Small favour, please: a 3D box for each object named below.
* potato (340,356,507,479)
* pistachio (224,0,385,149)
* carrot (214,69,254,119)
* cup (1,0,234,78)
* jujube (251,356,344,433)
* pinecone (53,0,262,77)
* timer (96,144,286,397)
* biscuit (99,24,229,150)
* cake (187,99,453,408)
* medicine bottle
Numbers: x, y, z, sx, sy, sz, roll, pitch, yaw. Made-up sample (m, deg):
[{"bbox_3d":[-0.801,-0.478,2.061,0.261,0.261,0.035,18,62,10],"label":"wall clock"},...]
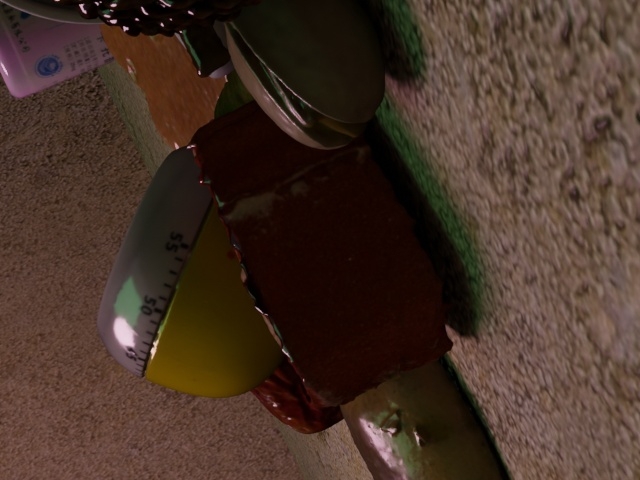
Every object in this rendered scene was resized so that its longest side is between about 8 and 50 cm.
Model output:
[{"bbox_3d":[0.084,0.172,1.061,0.243,0.098,0.138,50,160,49],"label":"potato"},{"bbox_3d":[-0.011,-0.133,0.806,0.113,0.113,0.149,86,158,-61],"label":"pistachio"},{"bbox_3d":[-0.052,-0.158,1.062,0.074,0.074,0.358,64,166,6],"label":"carrot"},{"bbox_3d":[-0.181,-0.292,0.937,0.356,0.259,0.274,56,176,-30],"label":"cup"},{"bbox_3d":[-0.053,0.124,1.409,0.255,0.190,0.190,61,170,-15],"label":"jujube"},{"bbox_3d":[-0.110,-0.254,0.691,0.244,0.244,0.309,-135,32,-60],"label":"pinecone"},{"bbox_3d":[-0.069,0.050,1.183,0.285,0.285,0.285,61,168,22],"label":"timer"},{"bbox_3d":[-0.176,-0.258,1.287,0.269,0.051,0.375,23,136,44],"label":"biscuit"},{"bbox_3d":[0.000,0.000,0.960,0.282,0.151,0.177,61,180,19],"label":"cake"},{"bbox_3d":[-0.334,-0.307,1.560,0.152,0.255,0.152,156,90,-80],"label":"medicine bottle"}]
